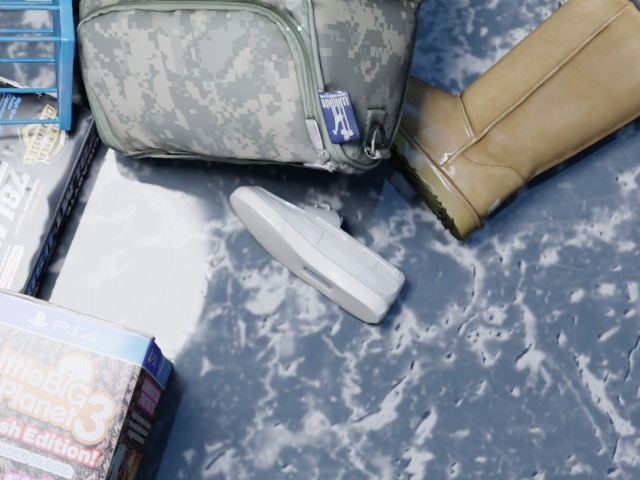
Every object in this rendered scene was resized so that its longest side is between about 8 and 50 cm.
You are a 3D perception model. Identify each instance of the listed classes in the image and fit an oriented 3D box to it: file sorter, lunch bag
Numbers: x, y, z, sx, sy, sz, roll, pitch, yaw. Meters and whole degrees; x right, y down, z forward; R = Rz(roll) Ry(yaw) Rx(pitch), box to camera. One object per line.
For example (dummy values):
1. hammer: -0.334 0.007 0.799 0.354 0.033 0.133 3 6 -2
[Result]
1. file sorter: -0.282 -0.203 1.592 0.104 0.118 0.170 0 51 -11
2. lunch bag: -0.064 -0.192 1.552 0.305 0.212 0.256 5 95 36

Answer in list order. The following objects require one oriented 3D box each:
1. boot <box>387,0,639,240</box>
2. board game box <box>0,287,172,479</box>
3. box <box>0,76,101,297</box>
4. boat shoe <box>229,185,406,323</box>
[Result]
1. boot: 0.171 -0.162 1.659 0.269 0.089 0.236 -38 90 -8
2. board game box: -0.246 0.211 1.512 0.141 0.232 0.291 17 80 2
3. box: -0.392 -0.032 1.630 0.293 0.073 0.296 20 80 2
4. boat shoe: 0.000 0.000 1.638 0.184 0.066 0.063 36 68 7
